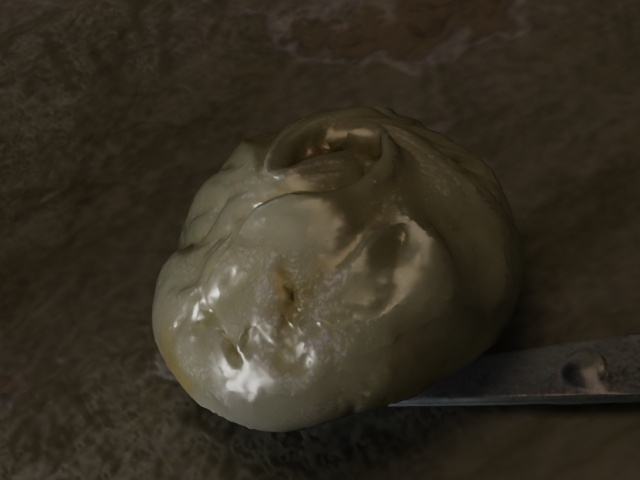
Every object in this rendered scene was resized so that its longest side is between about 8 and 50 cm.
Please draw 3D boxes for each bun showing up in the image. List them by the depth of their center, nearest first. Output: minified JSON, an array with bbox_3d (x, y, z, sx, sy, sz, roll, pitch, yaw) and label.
[{"bbox_3d":[0.000,0.000,0.885,0.183,0.102,0.183,-15,30,9],"label":"bun"}]

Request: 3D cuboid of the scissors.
[{"bbox_3d":[0.145,0.052,0.854,0.360,0.029,0.191,-4,47,15],"label":"scissors"}]
